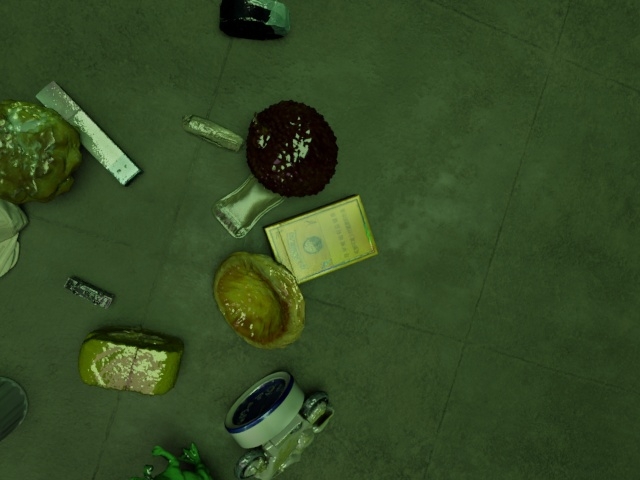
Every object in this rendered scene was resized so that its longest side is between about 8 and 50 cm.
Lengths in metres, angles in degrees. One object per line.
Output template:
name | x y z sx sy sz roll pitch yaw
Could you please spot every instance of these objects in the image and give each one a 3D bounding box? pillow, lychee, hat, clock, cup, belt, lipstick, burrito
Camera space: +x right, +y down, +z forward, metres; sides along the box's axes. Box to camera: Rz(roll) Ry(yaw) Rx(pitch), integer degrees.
pillow | -0.204 -0.113 1.486 0.217 0.033 0.130 -41 98 -7
lychee | -0.086 -0.251 1.388 0.300 0.264 0.264 28 87 -42
hat | -0.903 -0.016 1.299 0.219 0.164 0.226 12 69 -11
clock | -0.157 0.475 1.426 0.230 0.230 0.083 -35 103 -8
cup | -0.894 0.443 1.288 0.221 0.202 0.167 34 84 -12
belt | -0.181 -0.619 1.406 0.198 0.151 0.078 1 92 -14
lipstick | -0.624 -0.285 1.375 0.068 0.066 0.317 -44 100 -5
burrito | -0.311 -0.310 1.450 0.188 0.045 0.058 24 63 -9

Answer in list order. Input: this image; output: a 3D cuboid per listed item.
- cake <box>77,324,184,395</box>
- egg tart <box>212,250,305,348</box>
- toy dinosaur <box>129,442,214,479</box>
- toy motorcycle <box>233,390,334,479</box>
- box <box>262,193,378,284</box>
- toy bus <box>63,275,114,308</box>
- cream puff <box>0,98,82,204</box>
cake | -0.511 0.322 1.373 0.260 0.179 0.156 15 89 -9
egg tart | -0.157 0.157 1.424 0.128 0.319 0.319 -33 102 -51
toy dinosaur | -0.285 0.724 1.351 0.500 0.374 0.144 40 77 -8
toy motorcycle | -0.096 0.587 1.478 0.340 0.108 0.223 -38 142 -21
box | 0.000 0.000 1.507 0.301 0.084 0.193 -21 96 -10
toy bus | -0.640 0.143 1.401 0.130 0.052 0.037 28 92 -9
cream puff | -0.740 -0.223 1.293 0.281 0.185 0.282 0 93 5
